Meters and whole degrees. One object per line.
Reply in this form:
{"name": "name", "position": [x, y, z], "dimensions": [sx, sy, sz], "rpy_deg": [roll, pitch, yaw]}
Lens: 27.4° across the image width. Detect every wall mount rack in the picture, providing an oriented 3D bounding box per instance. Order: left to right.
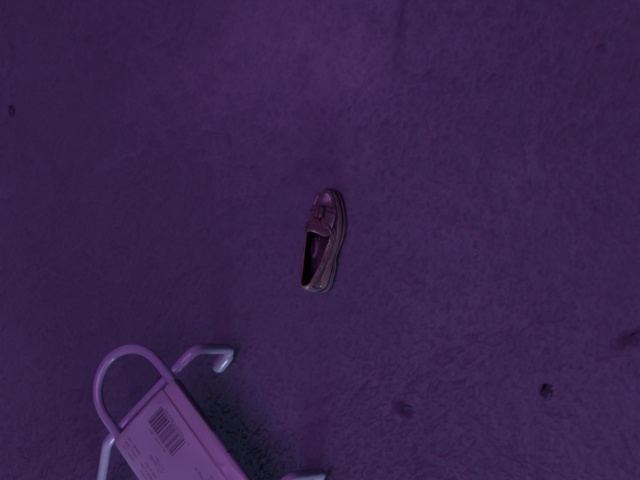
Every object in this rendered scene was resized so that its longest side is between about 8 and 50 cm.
{"name": "wall mount rack", "position": [-0.165, 0.303, 1.593], "dimensions": [0.304, 0.130, 0.350], "rpy_deg": [-47, 65, 17]}

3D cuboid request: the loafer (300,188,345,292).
{"name": "loafer", "position": [0.000, 0.000, 1.551], "dimensions": [0.045, 0.039, 0.125], "rpy_deg": [7, 91, 33]}
